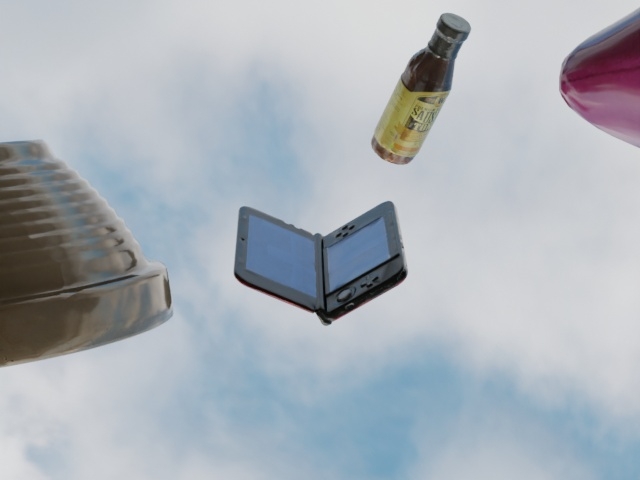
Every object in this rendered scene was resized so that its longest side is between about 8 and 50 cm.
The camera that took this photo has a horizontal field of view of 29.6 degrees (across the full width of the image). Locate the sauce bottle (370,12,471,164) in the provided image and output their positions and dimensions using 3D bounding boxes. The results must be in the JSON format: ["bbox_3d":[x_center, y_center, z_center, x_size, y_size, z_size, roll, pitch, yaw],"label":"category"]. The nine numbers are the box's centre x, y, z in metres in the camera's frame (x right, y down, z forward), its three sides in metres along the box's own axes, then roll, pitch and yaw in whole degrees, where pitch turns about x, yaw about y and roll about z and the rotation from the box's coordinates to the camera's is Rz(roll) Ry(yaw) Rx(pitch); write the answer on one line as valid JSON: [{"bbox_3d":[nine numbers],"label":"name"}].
[{"bbox_3d":[0.079,-0.117,0.942,0.042,0.128,0.042,14,-139,-12],"label":"sauce bottle"}]

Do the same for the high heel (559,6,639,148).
[{"bbox_3d":[0.250,-0.058,0.504,0.181,0.377,0.127,-2,-99,34],"label":"high heel"}]

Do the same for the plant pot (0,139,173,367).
[{"bbox_3d":[-0.205,0.003,0.672,0.238,0.237,0.109,-5,-86,11],"label":"plant pot"}]

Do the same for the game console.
[{"bbox_3d":[0.000,0.000,1.055,0.124,0.085,0.144,-30,-155,14],"label":"game console"}]
